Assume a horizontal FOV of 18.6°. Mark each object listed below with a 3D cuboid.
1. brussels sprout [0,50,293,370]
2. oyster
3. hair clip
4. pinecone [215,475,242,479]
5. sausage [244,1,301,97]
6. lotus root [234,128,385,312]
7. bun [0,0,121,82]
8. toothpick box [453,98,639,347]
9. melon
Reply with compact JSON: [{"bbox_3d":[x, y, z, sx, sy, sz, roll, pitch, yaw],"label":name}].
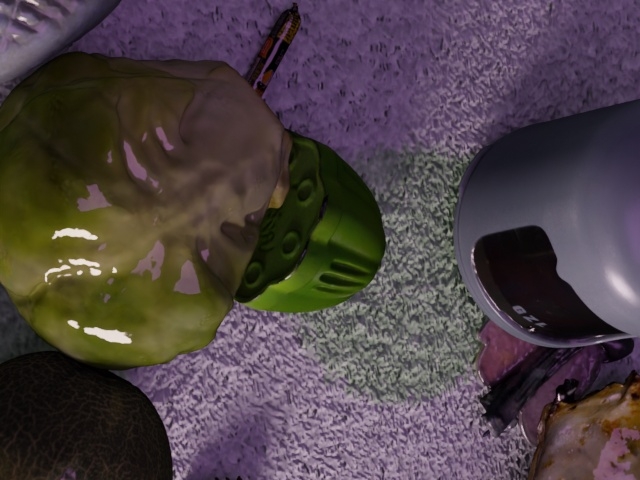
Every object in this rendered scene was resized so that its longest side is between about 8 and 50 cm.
[{"bbox_3d":[-0.181,-0.045,1.793,0.273,0.242,0.317,27,78,-3],"label":"brussels sprout"},{"bbox_3d":[0.272,0.306,2.072,0.221,0.096,0.361,20,90,-24],"label":"oyster"},{"bbox_3d":[0.226,0.131,2.062,0.146,0.056,0.187,47,73,-16],"label":"hair clip"},{"bbox_3d":[-0.105,0.272,1.956,0.083,0.077,0.077,2,96,1],"label":"pinecone"},{"bbox_3d":[-0.069,-0.148,1.937,0.025,0.028,0.198,28,86,4],"label":"sausage"},{"bbox_3d":[0.000,0.000,1.920,0.186,0.186,0.186,-2,97,-18],"label":"lotus root"},{"bbox_3d":[-0.330,-0.301,1.746,0.354,0.194,0.354,-1,94,-19],"label":"bun"},{"bbox_3d":[0.307,-0.028,1.889,0.263,0.354,0.263,2,86,-20],"label":"toothpick box"},{"bbox_3d":[-0.269,0.254,1.810,0.237,0.237,0.302,25,90,-19],"label":"melon"}]
